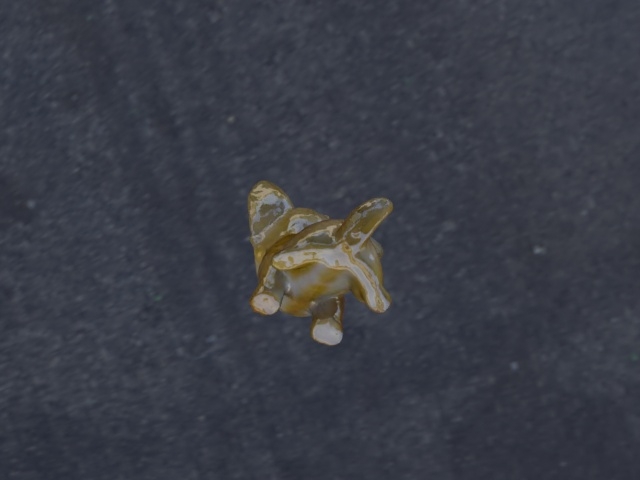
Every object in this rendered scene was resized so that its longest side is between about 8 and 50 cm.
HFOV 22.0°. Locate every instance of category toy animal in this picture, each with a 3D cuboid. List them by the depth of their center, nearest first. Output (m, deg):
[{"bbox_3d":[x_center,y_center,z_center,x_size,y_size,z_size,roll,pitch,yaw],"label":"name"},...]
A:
[{"bbox_3d":[0.000,0.000,0.651,0.060,0.081,0.083,24,26,-9],"label":"toy animal"}]
